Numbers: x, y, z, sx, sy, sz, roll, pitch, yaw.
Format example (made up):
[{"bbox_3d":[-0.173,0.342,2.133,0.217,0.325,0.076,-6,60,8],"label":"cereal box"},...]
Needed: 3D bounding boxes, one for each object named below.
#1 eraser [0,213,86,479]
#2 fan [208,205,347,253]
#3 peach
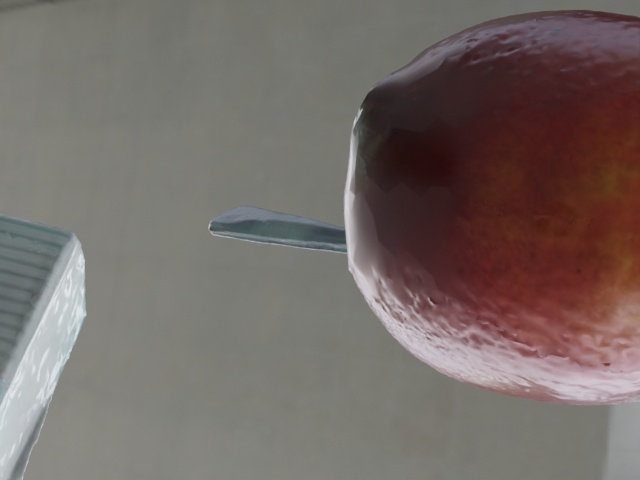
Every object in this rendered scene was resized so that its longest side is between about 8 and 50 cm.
[{"bbox_3d":[-0.197,0.022,0.481,0.052,0.225,0.095,91,14,-52],"label":"eraser"},{"bbox_3d":[0.000,0.000,1.375,0.282,0.057,0.023,12,-59,44],"label":"fan"},{"bbox_3d":[0.185,-0.023,0.946,0.338,0.281,0.281,2,-96,28],"label":"peach"}]
